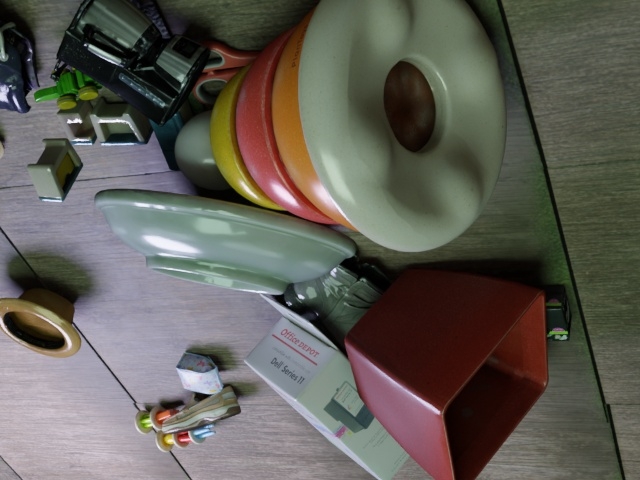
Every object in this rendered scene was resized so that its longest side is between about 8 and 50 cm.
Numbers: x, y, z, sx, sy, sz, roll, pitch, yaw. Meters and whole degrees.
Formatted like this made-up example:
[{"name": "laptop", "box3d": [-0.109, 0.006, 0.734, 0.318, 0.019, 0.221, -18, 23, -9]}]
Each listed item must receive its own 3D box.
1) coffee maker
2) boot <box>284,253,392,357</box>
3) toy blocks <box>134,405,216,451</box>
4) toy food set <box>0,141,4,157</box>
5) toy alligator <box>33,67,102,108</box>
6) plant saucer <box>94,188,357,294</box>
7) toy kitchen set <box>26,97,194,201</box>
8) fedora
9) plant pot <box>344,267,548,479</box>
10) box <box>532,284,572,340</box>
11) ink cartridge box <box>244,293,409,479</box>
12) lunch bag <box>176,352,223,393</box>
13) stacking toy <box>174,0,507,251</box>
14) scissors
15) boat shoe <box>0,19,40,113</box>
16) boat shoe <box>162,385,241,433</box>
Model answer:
[{"name": "coffee maker", "box3d": [-0.261, -0.247, 1.508, 0.178, 0.120, 0.171, 35, 152, -6]}, {"name": "boot", "box3d": [0.070, 0.115, 1.841, 0.246, 0.083, 0.161, 37, 137, -22]}, {"name": "toy blocks", "box3d": [-0.306, 0.395, 2.323, 0.148, 0.054, 0.123, -20, 126, 34]}, {"name": "toy food set", "box3d": [-0.561, -0.163, 1.795, 0.083, 0.020, 0.083, -24, 126, 39]}, {"name": "toy alligator", "box3d": [-0.336, -0.239, 1.609, 0.190, 0.056, 0.051, -19, 168, 20]}, {"name": "plant saucer", "box3d": [-0.148, 0.014, 1.640, 0.401, 0.100, 0.400, 10, 173, 1]}, {"name": "toy kitchen set", "box3d": [-0.303, -0.118, 1.639, 0.207, 0.166, 0.122, 1, 138, 19]}, {"name": "fedora", "box3d": [-0.538, 0.147, 2.100, 0.194, 0.079, 0.194, 15, 143, 12]}, {"name": "plant pot", "box3d": [0.192, 0.198, 1.751, 0.236, 0.267, 0.267, 27, 149, 32]}, {"name": "box", "box3d": [0.369, 0.119, 1.763, 0.062, 0.052, 0.083, -3, 135, 22]}, {"name": "ink cartridge box", "box3d": [0.004, 0.262, 1.938, 0.353, 0.119, 0.207, 48, 168, -31]}, {"name": "lunch bag", "box3d": [-0.233, 0.263, 2.147, 0.083, 0.053, 0.071, 10, 139, 23]}, {"name": "stacking toy", "box3d": [-0.027, -0.153, 1.449, 0.480, 0.350, 0.350, -3, 139, 47]}, {"name": "scissors", "box3d": [-0.078, -0.254, 1.516, 0.297, 0.021, 0.109, -11, 131, 29]}, {"name": "boat shoe", "box3d": [-0.499, -0.313, 1.537, 0.158, 0.127, 0.340, 6, 147, 4]}, {"name": "boat shoe", "box3d": [-0.249, 0.346, 2.238, 0.190, 0.072, 0.068, -21, 166, 22]}]
